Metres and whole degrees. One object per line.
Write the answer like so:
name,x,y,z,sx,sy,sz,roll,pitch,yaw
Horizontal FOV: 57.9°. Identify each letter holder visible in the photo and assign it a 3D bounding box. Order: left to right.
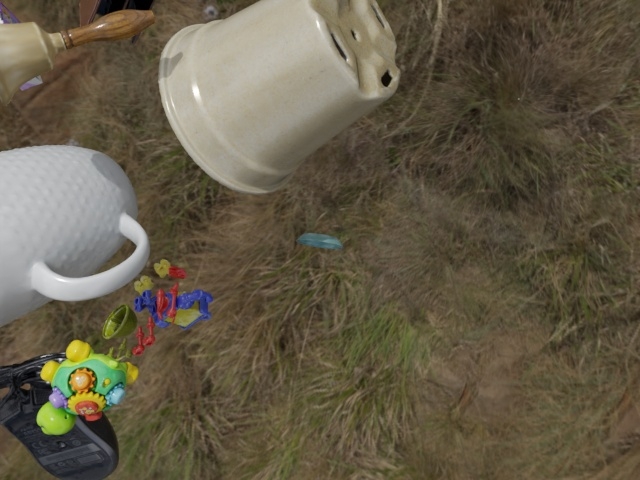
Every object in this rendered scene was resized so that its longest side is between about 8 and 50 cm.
letter holder,-0.488,-0.649,1.465,0.302,0.152,0.215,-51,40,32

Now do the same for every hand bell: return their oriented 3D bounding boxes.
hand bell,-0.356,-0.290,0.830,0.242,0.126,0.126,-24,96,-21

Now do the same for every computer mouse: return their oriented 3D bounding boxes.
computer mouse,-0.387,0.261,0.868,0.188,0.072,0.272,-13,125,2

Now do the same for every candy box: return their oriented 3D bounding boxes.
candy box,-0.900,-0.564,1.675,0.070,0.165,0.196,-20,77,-1

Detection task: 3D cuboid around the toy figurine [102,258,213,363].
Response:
toy figurine,-0.396,0.217,1.538,0.362,0.217,0.191,-37,53,32

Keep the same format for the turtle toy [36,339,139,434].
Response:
turtle toy,-0.285,0.182,0.690,0.130,0.066,0.095,-37,130,18

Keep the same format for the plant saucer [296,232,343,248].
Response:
plant saucer,0.000,0.000,1.432,0.119,0.119,0.021,6,82,17

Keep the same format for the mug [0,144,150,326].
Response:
mug,-0.477,-0.013,1.035,0.374,0.328,0.276,26,128,24

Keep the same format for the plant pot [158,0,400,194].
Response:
plant pot,-0.046,-0.283,0.985,0.305,0.333,0.334,-20,96,38
